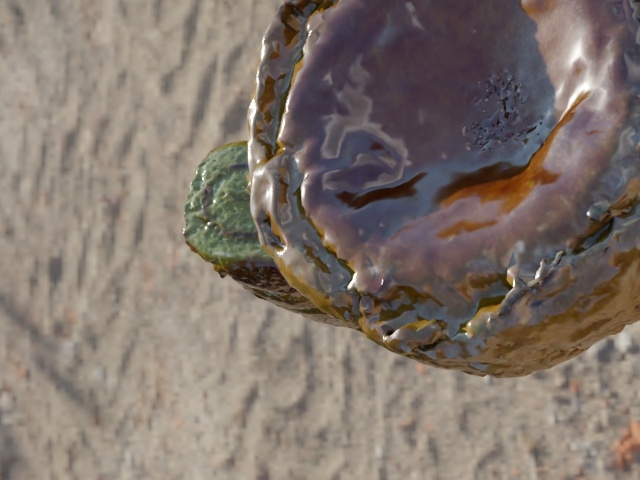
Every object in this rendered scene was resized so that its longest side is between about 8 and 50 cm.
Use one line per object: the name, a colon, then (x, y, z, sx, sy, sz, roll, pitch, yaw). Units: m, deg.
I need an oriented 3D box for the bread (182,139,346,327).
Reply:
bread: (0.000, 0.000, 1.037, 0.132, 0.172, 0.103, 5, 77, 31)

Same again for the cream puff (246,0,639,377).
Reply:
cream puff: (0.085, -0.025, 0.569, 0.183, 0.169, 0.183, -11, 69, 29)
